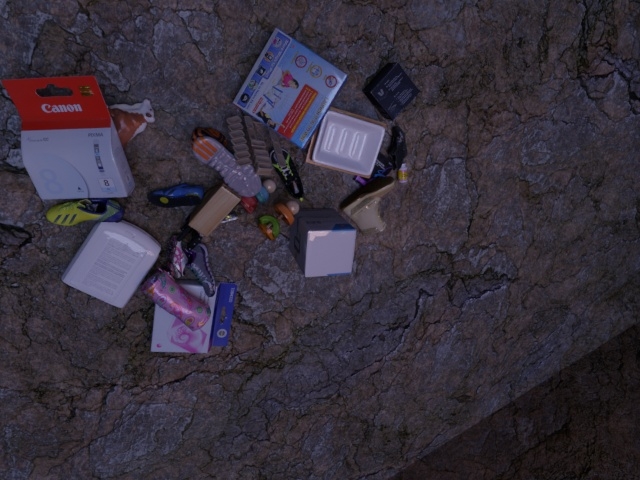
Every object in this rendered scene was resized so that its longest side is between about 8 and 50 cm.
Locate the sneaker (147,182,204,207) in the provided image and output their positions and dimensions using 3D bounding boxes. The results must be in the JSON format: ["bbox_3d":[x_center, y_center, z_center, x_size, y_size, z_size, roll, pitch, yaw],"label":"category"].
[{"bbox_3d":[-0.549,-0.177,1.641,0.209,0.082,0.069,-3,141,1],"label":"sneaker"}]

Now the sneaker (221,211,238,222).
[{"bbox_3d":[-0.378,-0.095,1.743,0.083,0.031,0.035,-16,101,-16],"label":"sneaker"}]

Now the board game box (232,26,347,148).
[{"bbox_3d":[-0.108,-0.542,1.558,0.301,0.086,0.308,33,99,-3],"label":"board game box"}]

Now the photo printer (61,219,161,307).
[{"bbox_3d":[-0.780,0.074,1.632,0.256,0.107,0.308,32,97,-25],"label":"photo printer"}]

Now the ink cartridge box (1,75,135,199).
[{"bbox_3d":[-0.812,-0.315,1.380,0.307,0.091,0.385,-1,128,4],"label":"ink cartridge box"}]

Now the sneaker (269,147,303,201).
[{"bbox_3d":[-0.121,-0.264,1.718,0.084,0.097,0.235,-32,117,-4],"label":"sneaker"}]

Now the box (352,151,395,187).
[{"bbox_3d":[0.232,-0.296,1.858,0.116,0.029,0.162,33,97,-26],"label":"box"}]

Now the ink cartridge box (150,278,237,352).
[{"bbox_3d":[-0.537,0.326,1.833,0.329,0.071,0.325,6,108,-18],"label":"ink cartridge box"}]

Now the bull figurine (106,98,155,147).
[{"bbox_3d":[-0.719,-0.388,1.476,0.188,0.101,0.310,38,95,-23],"label":"bull figurine"}]

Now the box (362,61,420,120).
[{"bbox_3d":[0.282,-0.597,1.720,0.156,0.093,0.158,-47,118,4],"label":"box"}]

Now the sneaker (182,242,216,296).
[{"bbox_3d":[-0.492,0.125,1.719,0.098,0.083,0.224,-13,86,-42],"label":"sneaker"}]

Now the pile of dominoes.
[{"bbox_3d":[-0.243,-0.352,1.577,0.195,0.251,0.040,-2,151,-32],"label":"pile of dominoes"}]

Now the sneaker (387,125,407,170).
[{"bbox_3d":[0.321,-0.390,1.824,0.089,0.051,0.170,-36,120,-25],"label":"sneaker"}]

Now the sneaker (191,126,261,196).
[{"bbox_3d":[-0.343,-0.306,1.592,0.124,0.180,0.321,-36,131,9],"label":"sneaker"}]

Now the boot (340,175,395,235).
[{"bbox_3d":[0.244,-0.143,1.858,0.261,0.095,0.203,-31,120,19],"label":"boot"}]

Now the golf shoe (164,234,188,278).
[{"bbox_3d":[-0.574,0.063,1.726,0.085,0.067,0.186,-6,116,-43],"label":"golf shoe"}]

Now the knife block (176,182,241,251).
[{"bbox_3d":[-0.434,-0.077,1.618,0.088,0.275,0.242,36,67,-26],"label":"knife block"}]

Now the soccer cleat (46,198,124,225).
[{"bbox_3d":[-0.834,-0.112,1.500,0.288,0.094,0.121,-1,157,7],"label":"soccer cleat"}]

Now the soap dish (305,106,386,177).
[{"bbox_3d":[0.097,-0.396,1.725,0.290,0.118,0.229,11,107,-21],"label":"soap dish"}]

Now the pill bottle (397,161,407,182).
[{"bbox_3d":[0.361,-0.300,1.890,0.043,0.043,0.083,-13,114,-13],"label":"pill bottle"}]

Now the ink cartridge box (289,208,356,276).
[{"bbox_3d":[0.000,0.000,1.764,0.198,0.270,0.197,-2,113,-17],"label":"ink cartridge box"}]

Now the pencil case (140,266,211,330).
[{"bbox_3d":[-0.563,0.233,1.688,0.124,0.124,0.284,-43,114,2],"label":"pencil case"}]

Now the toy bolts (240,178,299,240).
[{"bbox_3d":[-0.198,-0.131,1.732,0.158,0.218,0.228,-41,85,-14],"label":"toy bolts"}]
